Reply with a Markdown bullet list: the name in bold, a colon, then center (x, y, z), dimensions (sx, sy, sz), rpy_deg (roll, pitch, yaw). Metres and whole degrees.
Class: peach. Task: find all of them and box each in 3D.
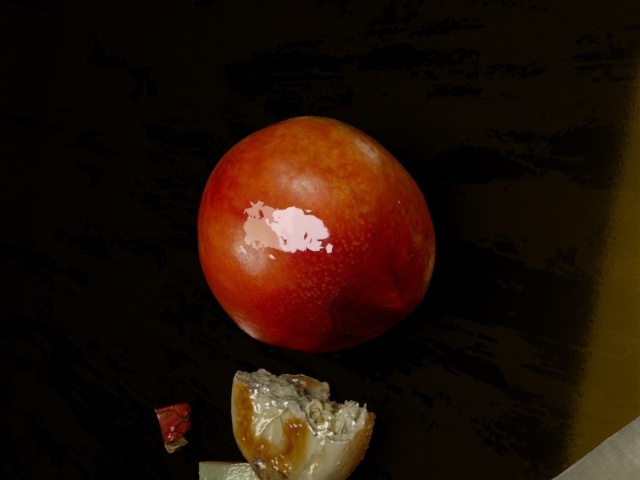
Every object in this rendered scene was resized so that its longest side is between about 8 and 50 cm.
- **peach**: center (0.000, 0.000, 1.137), dimensions (0.388, 0.388, 0.388), rpy_deg (-9, 78, 48)

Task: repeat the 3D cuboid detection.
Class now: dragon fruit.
- **dragon fruit**: center (-0.330, 0.427, 1.667), dimensions (0.162, 0.083, 0.106), rpy_deg (135, 121, -68)

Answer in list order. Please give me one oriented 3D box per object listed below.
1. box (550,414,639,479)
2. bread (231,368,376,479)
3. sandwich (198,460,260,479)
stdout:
- **box**: center (0.400, 0.266, 0.790), dimensions (0.231, 0.155, 0.149), rpy_deg (-53, 49, 31)
- **bread**: center (-0.031, 0.345, 1.260), dimensions (0.314, 0.171, 0.192), rpy_deg (5, 91, 50)
- **sandwich**: center (-0.186, 0.498, 1.482), dimensions (0.258, 0.096, 0.094), rpy_deg (-15, 68, 44)
